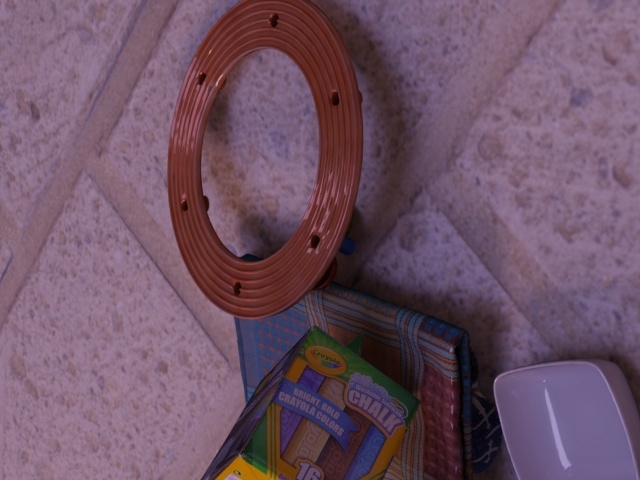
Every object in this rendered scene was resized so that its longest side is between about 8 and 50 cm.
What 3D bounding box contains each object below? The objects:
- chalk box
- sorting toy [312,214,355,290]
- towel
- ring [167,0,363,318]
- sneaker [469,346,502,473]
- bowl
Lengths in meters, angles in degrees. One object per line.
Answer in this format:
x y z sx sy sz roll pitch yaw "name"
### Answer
-0.004 0.183 1.455 0.132 0.213 0.132 36 142 -4 "chalk box"
0.000 0.000 1.548 0.061 0.042 0.102 -1 69 44 "sorting toy"
0.025 0.174 1.584 0.370 0.040 0.271 18 117 51 "towel"
-0.057 -0.087 1.560 0.336 0.032 0.337 -6 82 53 "ring"
0.137 0.163 1.504 0.058 0.052 0.135 -12 92 60 "sneaker"
0.238 0.173 1.393 0.142 0.053 0.142 -14 94 48 "bowl"
